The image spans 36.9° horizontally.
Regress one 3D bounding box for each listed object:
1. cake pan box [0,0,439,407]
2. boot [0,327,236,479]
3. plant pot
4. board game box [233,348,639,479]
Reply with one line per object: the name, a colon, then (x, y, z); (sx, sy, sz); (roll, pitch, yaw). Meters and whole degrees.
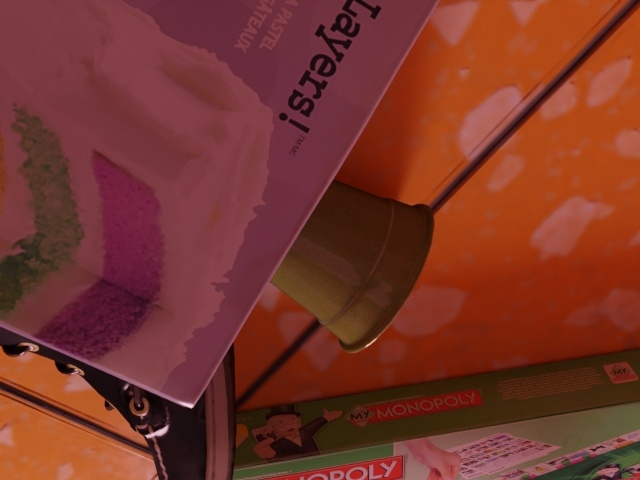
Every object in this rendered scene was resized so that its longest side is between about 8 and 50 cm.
cake pan box: (-0.087, -0.105, 0.331); (0.245, 0.070, 0.267); (29, 101, -21)
boot: (-0.132, 0.044, 0.457); (0.178, 0.085, 0.236); (-6, 115, -7)
plant pot: (0.000, 0.000, 0.469); (0.079, 0.083, 0.083); (30, 114, -15)
board game box: (0.070, 0.184, 0.625); (0.317, 0.046, 0.213); (-7, 124, -8)
